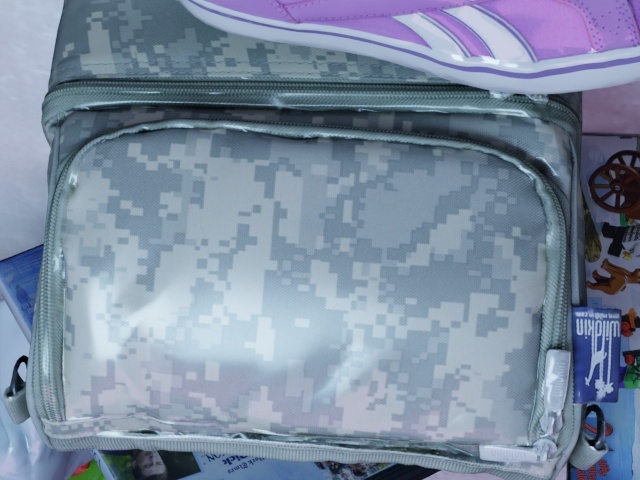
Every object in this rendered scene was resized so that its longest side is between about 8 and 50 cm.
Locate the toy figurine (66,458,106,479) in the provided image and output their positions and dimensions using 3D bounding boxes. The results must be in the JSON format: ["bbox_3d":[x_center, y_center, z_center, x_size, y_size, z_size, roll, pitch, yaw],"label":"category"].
[{"bbox_3d":[-0.251,0.152,1.455,0.173,0.130,0.159,-24,138,9],"label":"toy figurine"}]

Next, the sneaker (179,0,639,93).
[{"bbox_3d":[0.060,-0.151,0.752,0.282,0.102,0.161,4,152,3],"label":"sneaker"}]

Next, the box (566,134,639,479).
[{"bbox_3d":[0.227,0.051,0.984,0.159,0.233,0.044,2,154,6],"label":"box"}]

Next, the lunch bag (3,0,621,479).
[{"bbox_3d":[0.000,0.000,0.894,0.305,0.256,0.212,3,155,3],"label":"lunch bag"}]

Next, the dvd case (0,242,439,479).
[{"bbox_3d":[-0.060,0.069,0.973,0.180,0.253,0.022,-22,142,-20],"label":"dvd case"}]

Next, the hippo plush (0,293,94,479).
[{"bbox_3d":[-0.272,0.091,1.200,0.236,0.294,0.234,22,-172,8],"label":"hippo plush"}]
